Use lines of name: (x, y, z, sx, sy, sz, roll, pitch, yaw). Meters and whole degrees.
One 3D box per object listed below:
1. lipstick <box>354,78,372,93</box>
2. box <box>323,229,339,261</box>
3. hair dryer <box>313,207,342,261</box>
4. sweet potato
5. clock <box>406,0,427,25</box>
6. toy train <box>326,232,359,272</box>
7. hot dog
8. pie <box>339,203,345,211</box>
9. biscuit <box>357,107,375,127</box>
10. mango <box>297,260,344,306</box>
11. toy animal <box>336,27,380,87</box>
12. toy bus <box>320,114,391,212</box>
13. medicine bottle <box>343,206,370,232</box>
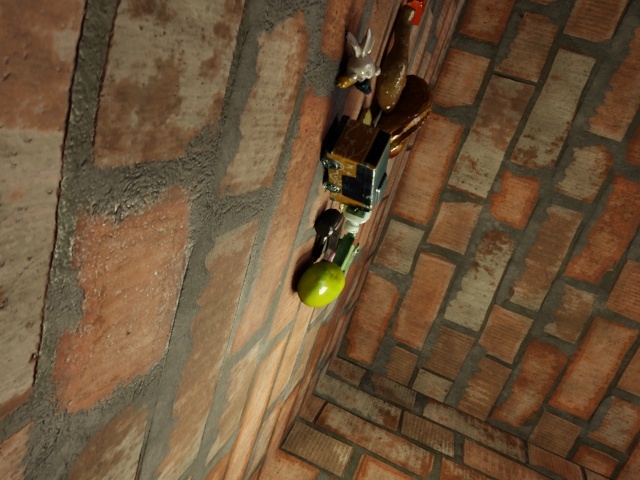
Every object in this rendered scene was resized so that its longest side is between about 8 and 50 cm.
lipstick: (0.141, -0.509, 1.604, 0.234, 0.053, 0.053, -35, 145, -77)
box: (0.044, 0.016, 1.960, 0.207, 0.041, 0.050, -77, -167, -64)
hair dryer: (0.000, -0.001, 1.856, 0.114, 0.071, 0.248, -54, 170, -51)
sweet potato: (0.277, -0.657, 1.797, 0.109, 0.109, 0.385, -45, 149, -61)
clock: (0.375, -0.918, 1.856, 0.113, 0.061, 0.155, 82, 29, -66)
toy train: (0.081, 0.108, 2.193, 0.189, 0.126, 0.307, 92, 23, -59)
hot dog: (0.328, -0.496, 1.994, 0.267, 0.174, 0.387, -52, -165, 60)
pie: (0.101, -0.161, 2.068, 0.084, 0.020, 0.084, 21, 90, -77)
biscuit: (0.159, -0.398, 1.893, 0.254, 0.029, 0.172, 28, 83, -77)
mango: (-0.007, 0.172, 1.881, 0.185, 0.149, 0.273, -56, 163, 18)
toy animal: (0.098, -0.502, 1.370, 0.182, 0.131, 0.127, -39, 118, -79)
toy bus: (0.121, -0.239, 1.615, 0.323, 0.194, 0.161, 81, 31, -66)
medicine bottle: (0.168, -0.146, 2.136, 0.083, 0.121, 0.228, -30, 141, -71)
